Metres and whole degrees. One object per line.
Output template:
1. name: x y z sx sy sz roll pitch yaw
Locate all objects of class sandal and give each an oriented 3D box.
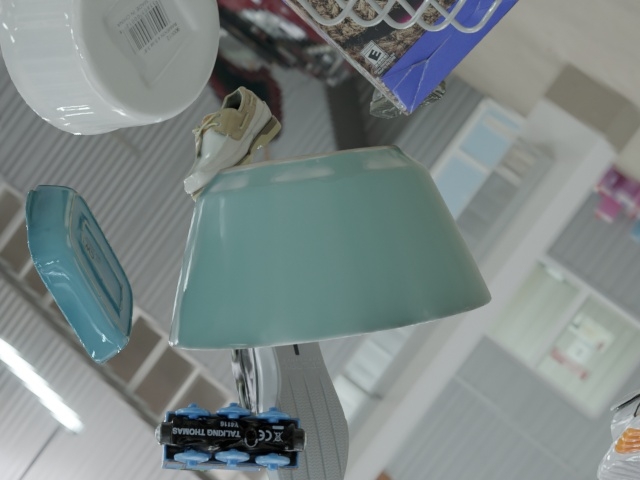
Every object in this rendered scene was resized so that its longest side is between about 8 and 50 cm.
1. sandal: 0.377 0.211 1.553 0.102 0.076 0.265 2 152 -10

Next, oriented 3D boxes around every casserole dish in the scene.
1. casserole dish: -0.216 0.028 1.240 0.114 0.037 0.188 -96 -14 -51

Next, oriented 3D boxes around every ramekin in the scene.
1. ramekin: -0.256 -0.273 1.702 0.135 0.277 0.277 4 160 41

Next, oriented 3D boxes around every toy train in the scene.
1. toy train: -0.110 0.243 1.634 0.184 0.080 0.105 3 161 -8

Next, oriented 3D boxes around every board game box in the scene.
1. board game box: 0.086 -0.362 1.843 0.291 0.232 0.141 45 -176 26

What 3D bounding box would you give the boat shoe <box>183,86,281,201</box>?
1. boat shoe: -0.168 -0.166 2.276 0.103 0.113 0.302 55 -152 -13

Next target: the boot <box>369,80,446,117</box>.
1. boot: 0.138 -0.322 2.210 0.076 0.209 0.189 16 163 -35

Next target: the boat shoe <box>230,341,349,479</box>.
1. boat shoe: -0.048 0.220 1.811 0.121 0.119 0.335 7 -121 -29

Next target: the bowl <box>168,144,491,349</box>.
1. bowl: 0.000 0.000 1.287 0.311 0.163 0.311 -7 -178 0

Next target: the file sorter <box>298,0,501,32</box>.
1. file sorter: 0.089 -0.350 1.525 0.277 0.173 0.193 -7 -131 -48
